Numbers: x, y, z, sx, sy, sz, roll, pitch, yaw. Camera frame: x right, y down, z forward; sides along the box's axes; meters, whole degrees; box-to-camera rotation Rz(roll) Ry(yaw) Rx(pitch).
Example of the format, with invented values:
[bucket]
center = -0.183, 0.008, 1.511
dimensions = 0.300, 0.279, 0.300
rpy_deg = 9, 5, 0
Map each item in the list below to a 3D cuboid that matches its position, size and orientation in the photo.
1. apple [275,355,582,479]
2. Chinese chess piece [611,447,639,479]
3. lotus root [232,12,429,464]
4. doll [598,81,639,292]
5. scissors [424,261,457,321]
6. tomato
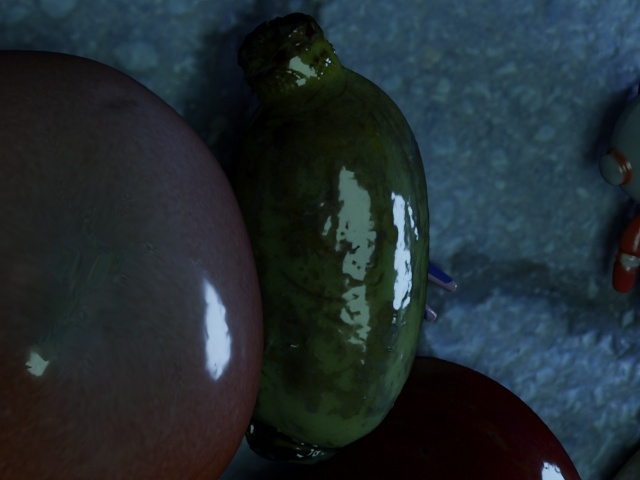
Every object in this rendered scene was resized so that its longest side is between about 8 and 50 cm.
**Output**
[apple]
center = 0.057, 0.294, 1.313
dimensions = 0.328, 0.295, 0.365
rpy_deg = -11, 115, 19
[Chinese chess piece]
center = 0.353, 0.278, 1.450
dimensions = 0.270, 0.112, 0.270
rpy_deg = -8, 110, -24
[lotus root]
center = 0.000, 0.000, 1.162
dimensions = 0.173, 0.173, 0.309
rpy_deg = -9, 111, -23
[doll]
center = 0.282, -0.038, 1.340
dimensions = 0.142, 0.076, 0.245
rpy_deg = -28, 120, -16
[scissors]
center = 0.056, 0.021, 1.285
dimensions = 0.113, 0.012, 0.039
rpy_deg = 35, 89, -30
[tomato]
center = -0.177, 0.040, 1.009
dimensions = 0.321, 0.321, 0.322
rpy_deg = -8, 109, -23
